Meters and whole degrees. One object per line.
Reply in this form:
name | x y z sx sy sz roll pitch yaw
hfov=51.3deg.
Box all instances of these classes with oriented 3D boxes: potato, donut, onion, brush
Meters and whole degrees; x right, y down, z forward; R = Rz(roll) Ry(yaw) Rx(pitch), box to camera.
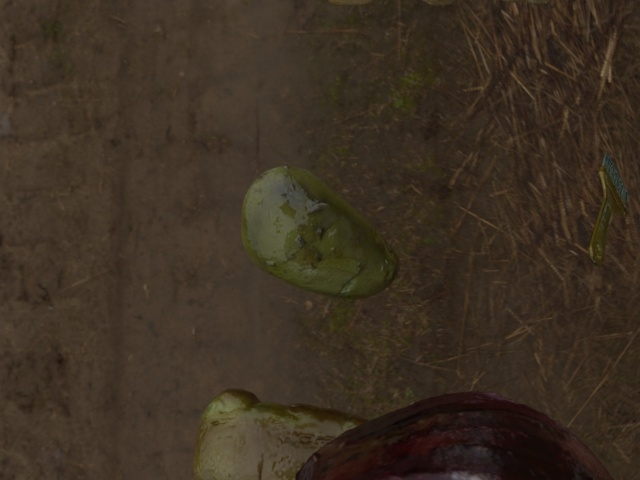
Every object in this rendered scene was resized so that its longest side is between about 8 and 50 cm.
potato | 0.000 0.000 0.643 0.105 0.188 0.085 -46 36 23
donut | -0.038 0.295 0.886 0.261 0.209 0.128 12 59 3
onion | 0.086 0.281 0.460 0.281 0.260 0.337 32 94 -2
brush | 0.401 -0.038 0.935 0.010 0.218 0.083 -19 114 42

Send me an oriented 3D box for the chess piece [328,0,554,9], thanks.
chess piece | 0.145 -0.360 0.851 0.300 0.137 0.137 4 88 16
